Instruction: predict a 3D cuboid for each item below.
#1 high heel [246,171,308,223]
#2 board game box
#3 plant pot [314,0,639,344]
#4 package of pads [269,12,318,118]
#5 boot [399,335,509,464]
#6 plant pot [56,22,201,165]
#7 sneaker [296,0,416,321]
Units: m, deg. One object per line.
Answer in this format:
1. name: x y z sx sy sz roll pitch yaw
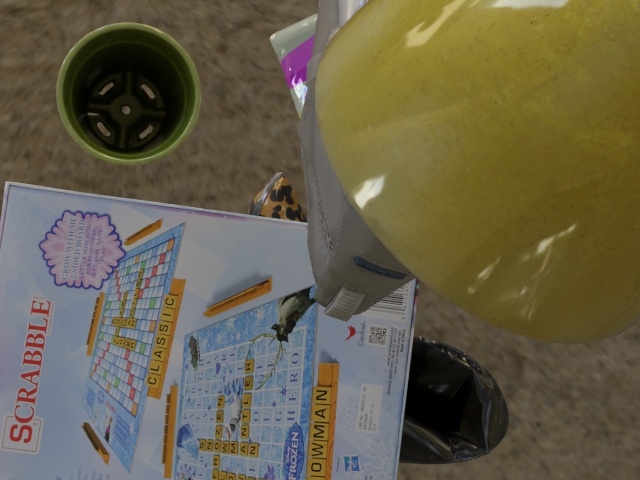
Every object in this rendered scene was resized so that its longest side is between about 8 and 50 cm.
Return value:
1. high heel: 0.000 0.000 1.843 0.261 0.093 0.186 -5 110 -50
2. board game box: -0.099 0.135 1.045 0.318 0.066 0.319 8 81 -3
3. plant pot: 0.079 -0.051 0.421 0.134 0.134 0.095 29 134 -12
4. package of pads: 0.091 -0.164 1.738 0.229 0.101 0.297 -21 88 36
5. boot: 0.028 0.166 1.396 0.367 0.445 0.146 10 73 -32
6. plant pot: -0.117 -0.083 0.848 0.083 0.079 0.083 0 88 -10
7. sneaker: 0.026 -0.082 0.693 0.105 0.281 0.115 27 129 -13
